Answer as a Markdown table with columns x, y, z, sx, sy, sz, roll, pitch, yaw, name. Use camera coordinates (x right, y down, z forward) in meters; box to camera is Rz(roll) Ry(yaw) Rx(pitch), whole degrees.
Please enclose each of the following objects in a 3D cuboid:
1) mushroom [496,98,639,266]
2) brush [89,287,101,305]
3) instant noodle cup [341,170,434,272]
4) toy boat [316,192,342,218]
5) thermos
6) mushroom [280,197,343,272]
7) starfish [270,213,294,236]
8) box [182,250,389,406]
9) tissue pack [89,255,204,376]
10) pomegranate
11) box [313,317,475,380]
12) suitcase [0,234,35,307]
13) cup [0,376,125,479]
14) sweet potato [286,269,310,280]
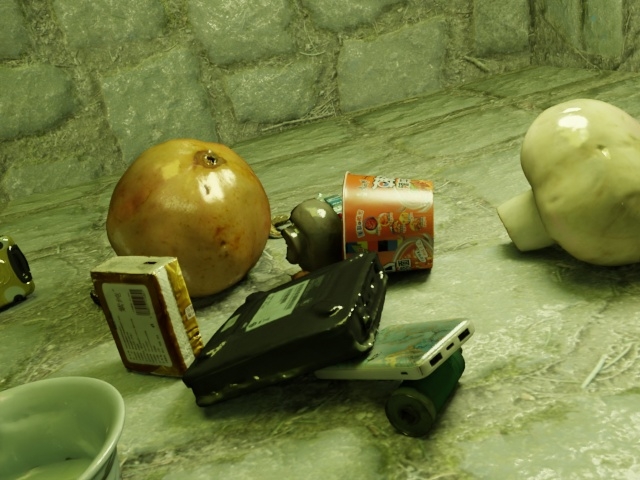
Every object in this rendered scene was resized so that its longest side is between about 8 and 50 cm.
| x | y | z | sx | sy | sz | roll | pitch | yaw | name |
| --- | --- | --- | --- | --- | --- | --- | --- | --- | --- |
| 0.529 | -0.104 | 1.244 | 0.354 | 0.352 | 0.325 | -9 | 6 | 11 | mushroom |
| -0.511 | 0.157 | 1.542 | 0.036 | 0.043 | 0.248 | -36 | 31 | -32 | brush |
| 0.154 | -0.034 | 1.396 | 0.192 | 0.250 | 0.250 | 0 | 23 | 7 | instant noodle cup |
| 0.030 | -0.111 | 1.888 | 0.069 | 0.058 | 0.173 | -19 | 22 | -15 | toy boat |
| 0.171 | 0.218 | 0.959 | 0.073 | 0.083 | 0.188 | 27 | 35 | 20 | thermos |
| 0.000 | 0.000 | 1.444 | 0.141 | 0.188 | 0.117 | -28 | 30 | -32 | mushroom |
| -0.151 | -0.056 | 1.864 | 0.150 | 0.053 | 0.210 | -15 | 19 | -20 | starfish |
| -0.052 | 0.148 | 1.143 | 0.351 | 0.090 | 0.359 | -21 | 13 | 18 | box |
| -0.334 | 0.146 | 1.203 | 0.184 | 0.226 | 0.092 | 1 | 26 | 33 | tissue pack |
| -0.320 | -0.041 | 1.516 | 0.412 | 0.411 | 0.411 | -11 | 21 | 4 | pomegranate |
| 0.109 | 0.178 | 1.004 | 0.142 | 0.044 | 0.285 | -29 | 6 | -35 | box |
| -0.929 | 0.103 | 1.706 | 0.235 | 0.193 | 0.143 | -30 | 17 | -39 | suitcase |
| -0.406 | 0.345 | 0.823 | 0.348 | 0.162 | 0.347 | -12 | 21 | 5 | cup |
| -0.035 | 0.093 | 1.419 | 0.057 | 0.056 | 0.195 | -21 | 17 | -20 | sweet potato |
